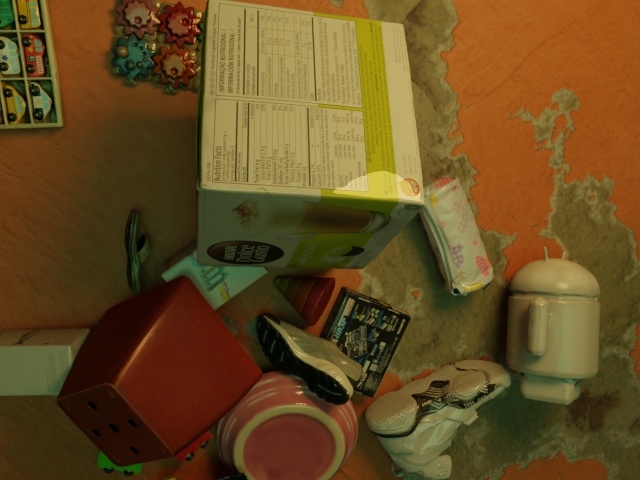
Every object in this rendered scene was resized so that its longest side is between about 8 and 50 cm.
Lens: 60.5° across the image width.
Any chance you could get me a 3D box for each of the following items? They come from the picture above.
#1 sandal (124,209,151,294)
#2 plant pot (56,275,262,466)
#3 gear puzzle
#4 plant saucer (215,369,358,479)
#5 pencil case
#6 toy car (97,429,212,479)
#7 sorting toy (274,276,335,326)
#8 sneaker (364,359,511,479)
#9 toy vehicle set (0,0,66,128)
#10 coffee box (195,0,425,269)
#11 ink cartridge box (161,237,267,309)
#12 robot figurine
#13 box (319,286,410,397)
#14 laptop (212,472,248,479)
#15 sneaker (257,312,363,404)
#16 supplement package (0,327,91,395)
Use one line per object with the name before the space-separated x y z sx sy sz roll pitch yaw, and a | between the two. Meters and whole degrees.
sandal | -0.375 0.023 1.136 0.049 0.072 0.180 -6 104 -27
plant pot | -0.324 0.269 1.048 0.267 0.235 0.267 -23 109 33
gear puzzle | -0.239 -0.375 1.095 0.339 0.044 0.175 8 99 -14
plant saucer | -0.072 0.456 1.255 0.332 0.084 0.332 -3 110 -7
pencil case | 0.298 -0.011 1.252 0.124 0.113 0.273 -30 106 -28
toy car | -0.382 0.494 1.236 0.225 0.053 0.239 18 96 -15
sorting toy | 0.000 0.000 1.213 0.126 0.127 0.365 23 93 14
sneaker | 0.304 0.439 1.339 0.366 0.137 0.210 -21 106 -3
toy vehicle set | -0.587 -0.344 1.028 0.166 0.035 0.266 -6 102 -11
coffee box | -0.048 -0.157 0.967 0.335 0.337 0.338 2 69 -12
ink cartridge box | -0.221 0.054 1.142 0.176 0.128 0.127 -35 106 -3
robot figurine | 0.543 0.195 1.286 0.300 0.200 0.353 10 83 -58
box | 0.088 0.241 1.289 0.175 0.051 0.220 22 96 -15
laptop | -0.264 0.655 1.206 0.264 0.136 0.234 -13 132 -4
sneaker | -0.029 0.247 1.210 0.272 0.108 0.100 34 132 17
supplement package | -0.565 0.241 1.100 0.179 0.105 0.105 -1 101 -1
